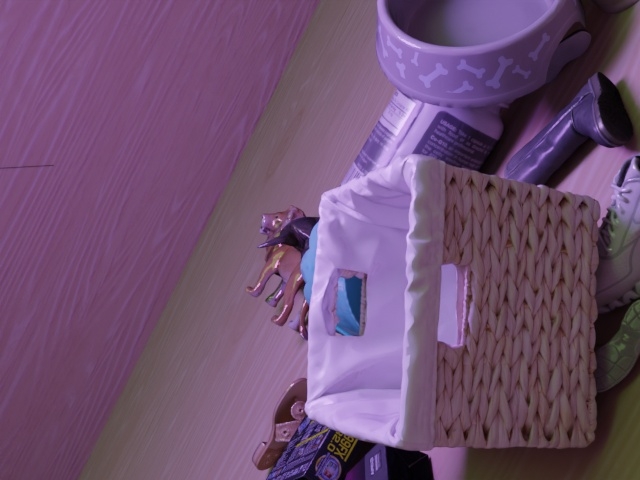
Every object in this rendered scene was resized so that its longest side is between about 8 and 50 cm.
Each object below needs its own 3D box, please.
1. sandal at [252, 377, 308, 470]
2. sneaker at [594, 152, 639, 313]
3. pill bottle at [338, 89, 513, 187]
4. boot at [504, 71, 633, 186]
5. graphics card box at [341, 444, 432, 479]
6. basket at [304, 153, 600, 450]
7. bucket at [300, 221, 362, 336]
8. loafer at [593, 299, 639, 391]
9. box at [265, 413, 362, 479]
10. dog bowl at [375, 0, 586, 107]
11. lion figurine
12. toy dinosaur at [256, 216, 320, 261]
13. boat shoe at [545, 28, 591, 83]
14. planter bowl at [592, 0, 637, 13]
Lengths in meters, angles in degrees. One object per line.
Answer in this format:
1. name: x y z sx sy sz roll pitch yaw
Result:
1. sandal: -0.058 0.391 1.747 0.079 0.088 0.240 46 121 36
2. sneaker: 0.383 -0.035 1.033 0.292 0.118 0.110 -56 23 27
3. pill bottle: 0.198 -0.177 1.554 0.361 0.204 0.204 -58 20 16
4. boot: 0.357 -0.134 1.285 0.208 0.076 0.190 -43 14 32
5. graphics card box: 0.036 0.499 1.303 0.371 0.094 0.233 -51 23 31
6. basket: 0.158 0.088 1.103 0.331 0.266 0.329 165 110 -71
7. bucket: 0.122 0.048 1.384 0.281 0.281 0.183 -65 17 -3
8. loafer: 0.361 0.126 1.019 0.045 0.039 0.125 40 110 36
9. box: 0.004 0.346 1.481 0.216 0.060 0.270 -55 3 -30
10. dog bowl: 0.250 -0.377 1.405 0.102 0.348 0.349 67 -150 -53
11. lion figurine: -0.054 0.069 2.059 0.240 0.142 0.392 -56 34 2
12. toy dinosaur: 0.000 0.000 1.857 0.121 0.313 0.160 98 152 -42
13. boat shoe: 0.401 -0.313 1.442 0.125 0.046 0.038 127 155 -52
14. planter bowl: 0.461 -0.458 1.368 0.162 0.109 0.162 -51 23 32
